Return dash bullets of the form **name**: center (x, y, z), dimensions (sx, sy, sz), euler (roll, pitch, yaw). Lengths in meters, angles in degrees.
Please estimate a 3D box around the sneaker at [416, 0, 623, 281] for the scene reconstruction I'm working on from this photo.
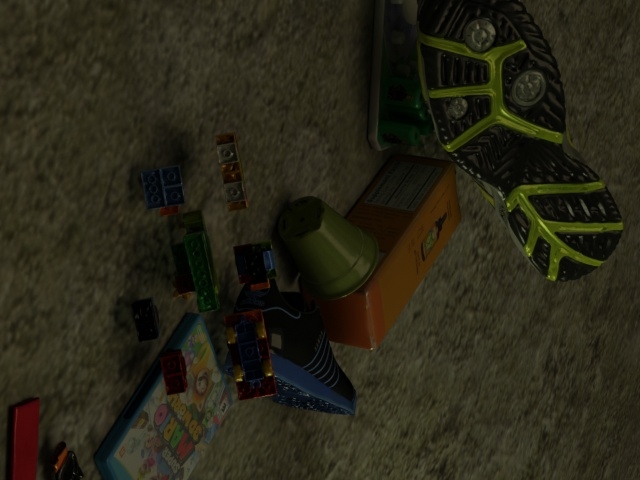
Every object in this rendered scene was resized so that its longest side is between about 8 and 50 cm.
- **sneaker**: center (0.182, -0.122, 1.756), dimensions (0.145, 0.147, 0.385), euler (-30, 125, -4)

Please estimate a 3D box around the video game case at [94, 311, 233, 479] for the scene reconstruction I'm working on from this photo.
- **video game case**: center (-0.129, 0.160, 1.432), dimensions (0.166, 0.015, 0.119), euler (-59, 147, -37)

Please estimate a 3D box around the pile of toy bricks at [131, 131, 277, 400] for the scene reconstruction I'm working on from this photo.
- **pile of toy bricks**: center (-0.095, 0.024, 1.381), dimensions (0.105, 0.118, 0.212), euler (-110, -170, -86)

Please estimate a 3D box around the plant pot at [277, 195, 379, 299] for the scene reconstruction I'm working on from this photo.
- **plant pot**: center (0.000, 0.000, 1.583), dimensions (0.079, 0.083, 0.083), euler (50, 54, -42)

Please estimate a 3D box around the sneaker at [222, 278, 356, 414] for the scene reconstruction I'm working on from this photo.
- **sneaker**: center (-0.018, 0.102, 1.565), dimensions (0.232, 0.081, 0.090), euler (42, 56, -64)

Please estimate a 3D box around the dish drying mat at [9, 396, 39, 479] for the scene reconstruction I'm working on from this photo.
- **dish drying mat**: center (-0.220, 0.160, 1.253), dimensions (0.032, 0.008, 0.083), euler (-18, 114, -62)

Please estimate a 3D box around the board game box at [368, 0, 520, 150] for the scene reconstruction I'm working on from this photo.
- **board game box**: center (0.166, -0.314, 1.832), dimensions (0.390, 0.050, 0.390), euler (-24, 120, -60)

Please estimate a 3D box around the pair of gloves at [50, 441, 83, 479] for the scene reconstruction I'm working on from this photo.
- **pair of gloves**: center (-0.205, 0.201, 1.289), dimensions (0.074, 0.010, 0.083), euler (78, 30, -58)

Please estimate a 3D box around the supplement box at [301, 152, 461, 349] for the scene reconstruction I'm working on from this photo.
- **supplement box**: center (0.066, 0.007, 1.712), dimensions (0.233, 0.080, 0.078), euler (-50, 142, -43)
